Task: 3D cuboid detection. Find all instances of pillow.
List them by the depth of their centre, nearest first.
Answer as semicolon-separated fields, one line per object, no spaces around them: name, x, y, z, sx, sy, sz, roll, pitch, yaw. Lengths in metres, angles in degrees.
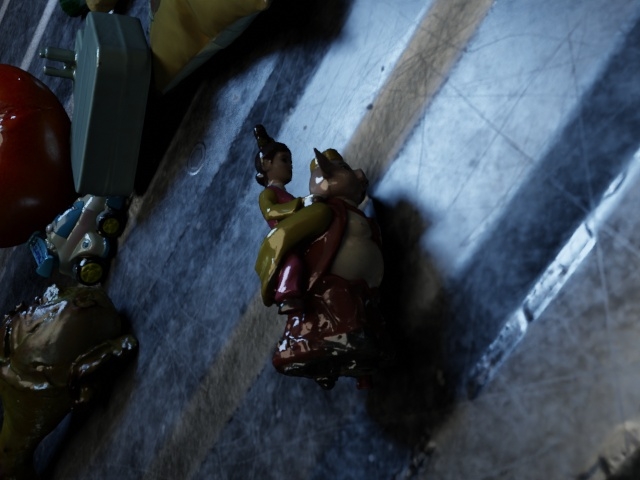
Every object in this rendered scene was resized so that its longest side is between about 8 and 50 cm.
pillow;-0.134;-0.374;0.942;0.312;0.119;0.310;-16;64;52

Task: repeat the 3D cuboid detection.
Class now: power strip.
power strip;-0.336;-0.223;1.082;0.261;0.141;0.230;-116;38;-47

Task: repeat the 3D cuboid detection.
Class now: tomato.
tomato;-0.514;-0.130;1.213;0.298;0.226;0.299;-5;77;23

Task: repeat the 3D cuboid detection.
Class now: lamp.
lamp;0.000;0.000;0.657;0.118;0.118;0.253;-30;56;41

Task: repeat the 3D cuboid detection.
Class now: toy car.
toy car;-0.367;-0.019;1.113;0.126;0.098;0.162;43;112;46

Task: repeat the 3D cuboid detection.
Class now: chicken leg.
chicken leg;-0.414;0.200;1.058;0.361;0.140;0.211;-51;52;20

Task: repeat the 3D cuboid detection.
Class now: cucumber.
cucumber;-0.467;-0.468;1.434;0.105;0.048;0.048;-1;77;50

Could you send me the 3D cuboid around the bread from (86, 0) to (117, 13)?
bread;-0.382;-0.489;1.320;0.114;0.077;0.189;133;137;-57
